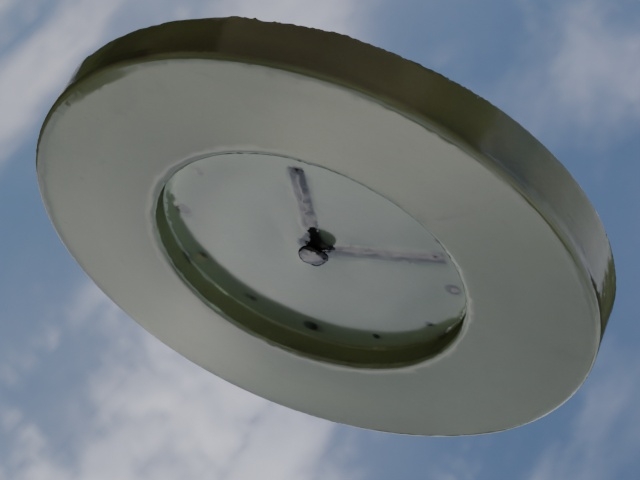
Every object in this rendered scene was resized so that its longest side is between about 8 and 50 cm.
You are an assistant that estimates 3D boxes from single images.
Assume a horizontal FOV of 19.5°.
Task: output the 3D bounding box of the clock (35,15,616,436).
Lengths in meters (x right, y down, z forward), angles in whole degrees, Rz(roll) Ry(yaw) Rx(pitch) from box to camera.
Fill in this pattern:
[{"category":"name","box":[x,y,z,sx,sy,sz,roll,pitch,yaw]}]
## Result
[{"category":"clock","box":[0.000,0.000,0.735,0.235,0.235,0.029,-12,-137,41]}]
